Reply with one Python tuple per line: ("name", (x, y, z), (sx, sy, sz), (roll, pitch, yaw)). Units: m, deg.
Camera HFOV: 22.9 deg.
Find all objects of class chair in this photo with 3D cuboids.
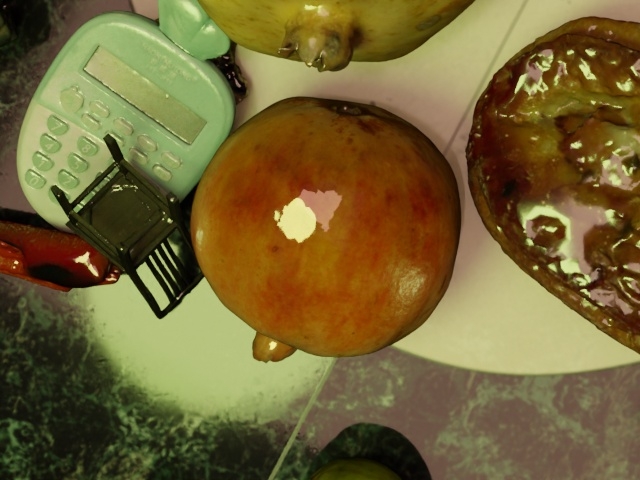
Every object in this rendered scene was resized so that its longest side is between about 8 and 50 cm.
("chair", (-0.181, -0.007, 1.539), (0.101, 0.212, 0.084), (41, 78, 16))

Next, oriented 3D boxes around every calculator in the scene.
("calculator", (-0.187, -0.121, 1.559), (0.184, 0.042, 0.295), (36, 116, -7))

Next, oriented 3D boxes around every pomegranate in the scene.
("pomegranate", (0.012, -0.291, 1.408), (0.342, 0.342, 0.342), (1, 96, 6))
("pomegranate", (0.000, 0.000, 1.498), (0.252, 0.229, 0.270), (16, 109, -4))

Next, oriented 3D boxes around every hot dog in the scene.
("hot dog", (0.320, -0.043, 1.481), (0.387, 0.174, 0.267), (36, 100, 1))

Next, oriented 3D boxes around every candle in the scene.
("candle", (-0.346, -0.002, 1.609), (0.302, 0.059, 0.084), (15, 140, 7))

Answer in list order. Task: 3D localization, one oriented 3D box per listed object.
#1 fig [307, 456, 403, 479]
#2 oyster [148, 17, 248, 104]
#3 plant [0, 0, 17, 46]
("fig", (0.049, 0.303, 1.565), (0.142, 0.148, 0.186), (-32, 95, 20))
("oyster", (-0.150, -0.177, 1.580), (0.148, 0.051, 0.103), (-6, 92, 10))
("plant", (-0.433, -0.215, 1.563), (0.256, 0.142, 0.164), (-16, 95, 4))
